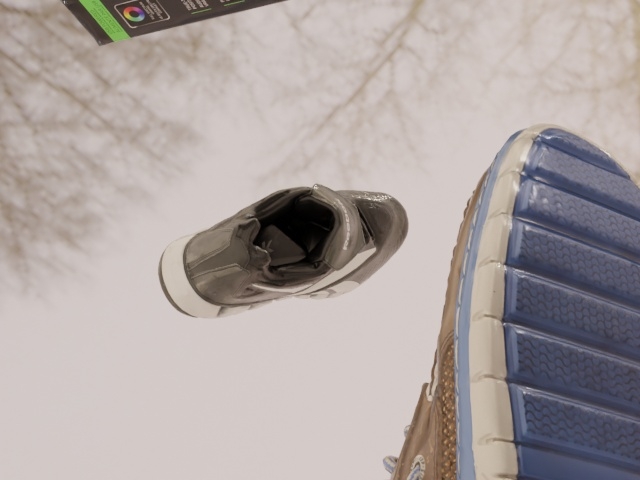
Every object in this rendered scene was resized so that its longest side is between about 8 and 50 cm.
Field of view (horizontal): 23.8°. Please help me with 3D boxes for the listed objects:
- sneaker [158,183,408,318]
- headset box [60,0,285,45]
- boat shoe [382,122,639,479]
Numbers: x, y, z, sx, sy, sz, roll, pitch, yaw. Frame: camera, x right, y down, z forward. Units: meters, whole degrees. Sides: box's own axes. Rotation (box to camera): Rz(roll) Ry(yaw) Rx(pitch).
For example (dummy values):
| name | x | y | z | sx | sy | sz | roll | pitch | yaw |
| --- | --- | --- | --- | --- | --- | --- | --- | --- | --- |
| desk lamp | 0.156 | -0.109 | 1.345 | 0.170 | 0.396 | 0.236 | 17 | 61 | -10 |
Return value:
| name | x | y | z | sx | sy | sz | roll | pitch | yaw |
| --- | --- | --- | --- | --- | --- | --- | --- | --- | --- |
| sneaker | 0.000 | 0.000 | 1.112 | 0.106 | 0.234 | 0.078 | -28 | -100 | 45 |
| headset box | -0.098 | -0.272 | 0.990 | 0.283 | 0.246 | 0.131 | -8 | -125 | 25 |
| boat shoe | 0.040 | 0.060 | 0.333 | 0.066 | 0.066 | 0.183 | -33 | -138 | 48 |
